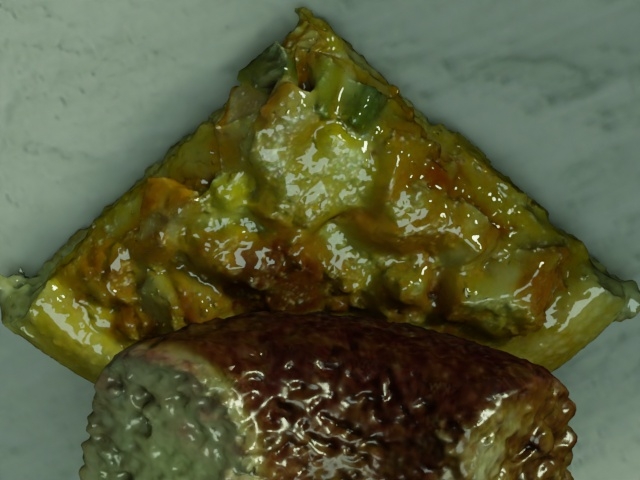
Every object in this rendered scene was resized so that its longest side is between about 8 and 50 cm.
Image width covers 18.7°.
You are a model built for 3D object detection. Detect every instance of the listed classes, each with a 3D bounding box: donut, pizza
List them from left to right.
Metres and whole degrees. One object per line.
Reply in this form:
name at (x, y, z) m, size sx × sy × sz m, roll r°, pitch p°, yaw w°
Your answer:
donut at (-0.003, 0.091, 0.806) m, size 0.186 × 0.144 × 0.126 m, roll 20°, pitch 124°, yaw 23°
pizza at (0.000, 0.000, 0.847) m, size 0.292 × 0.058 × 0.197 m, roll 2°, pitch 113°, yaw -1°
